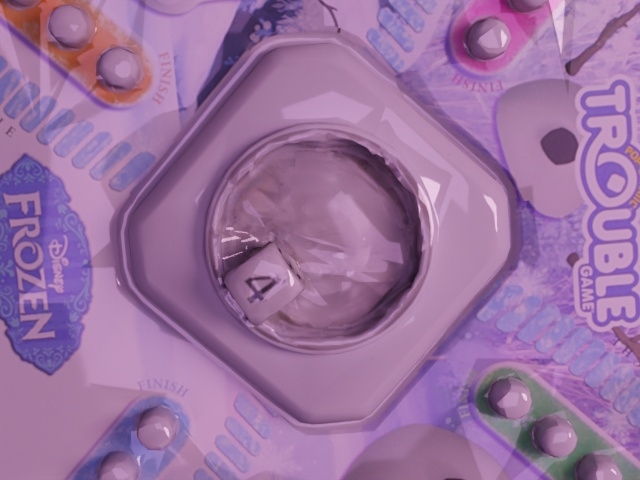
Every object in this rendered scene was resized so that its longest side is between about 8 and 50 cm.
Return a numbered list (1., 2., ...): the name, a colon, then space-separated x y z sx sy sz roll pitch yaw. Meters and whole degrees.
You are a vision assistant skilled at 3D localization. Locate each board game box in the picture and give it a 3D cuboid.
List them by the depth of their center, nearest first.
1. board game box: 0.000 0.000 0.317 0.390 0.050 0.390 -5 96 -1

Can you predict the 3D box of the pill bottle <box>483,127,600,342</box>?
1. pill bottle: 0.104 -0.086 0.412 0.146 0.146 0.264 5 94 -8
